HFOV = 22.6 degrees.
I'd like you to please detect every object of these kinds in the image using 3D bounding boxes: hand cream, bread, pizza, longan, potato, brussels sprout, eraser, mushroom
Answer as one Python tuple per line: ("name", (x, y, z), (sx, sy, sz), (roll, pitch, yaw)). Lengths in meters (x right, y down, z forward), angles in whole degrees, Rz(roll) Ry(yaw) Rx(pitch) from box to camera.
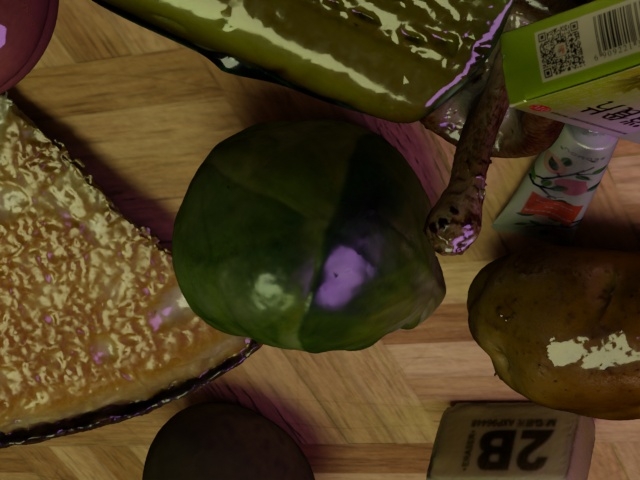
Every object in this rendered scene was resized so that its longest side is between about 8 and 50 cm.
("hand cream", (0.220, -0.057, 1.457), (0.080, 0.050, 0.234), (15, 150, -1))
("bread", (-0.022, -0.251, 1.158), (0.377, 0.208, 0.251), (23, 119, -7))
("pizza", (-0.326, 0.090, 1.700), (0.392, 0.080, 0.435), (-44, 113, 8))
("longan", (-0.109, 0.320, 1.957), (0.215, 0.246, 0.246), (2, 143, 2))
("potato", (0.320, 0.099, 1.524), (0.369, 0.176, 0.195), (9, 116, 7))
("brussels sprout", (0.000, 0.000, 1.488), (0.210, 0.219, 0.271), (6, 166, 44))
("eraser", (0.211, 0.239, 1.782), (0.172, 0.117, 0.058), (-3, 139, 28))
("mushroom", (0.137, -0.090, 1.294), (0.148, 0.217, 0.227), (17, 144, 4))

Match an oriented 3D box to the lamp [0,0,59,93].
("lamp", (-0.340, -0.248, 1.280), (0.305, 0.239, 0.305), (36, -177, -2))

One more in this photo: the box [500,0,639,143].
("box", (0.280, -0.130, 1.207), (0.175, 0.062, 0.260), (-16, 165, 38))
